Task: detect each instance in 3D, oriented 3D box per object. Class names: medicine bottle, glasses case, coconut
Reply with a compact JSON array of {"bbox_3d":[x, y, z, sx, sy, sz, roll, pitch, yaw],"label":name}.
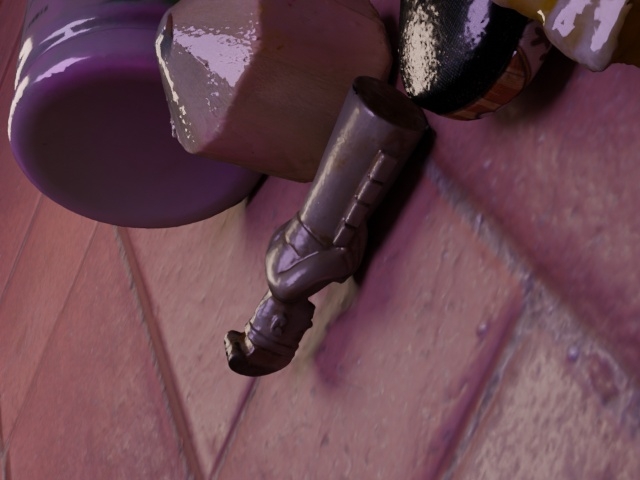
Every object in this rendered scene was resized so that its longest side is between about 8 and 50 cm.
[{"bbox_3d":[-0.137,-0.194,1.478,0.212,0.212,0.325,-51,28,46],"label":"medicine bottle"},{"bbox_3d":[0.110,-0.224,1.023,0.122,0.082,0.321,-17,58,63],"label":"glasses case"},{"bbox_3d":[-0.041,-0.120,1.237,0.147,0.152,0.147,-164,90,-71],"label":"coconut"}]

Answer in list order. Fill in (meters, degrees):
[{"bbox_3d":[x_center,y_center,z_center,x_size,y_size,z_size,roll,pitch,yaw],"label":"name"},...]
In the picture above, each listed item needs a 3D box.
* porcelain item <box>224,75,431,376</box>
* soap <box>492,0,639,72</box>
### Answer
[{"bbox_3d":[0.000,0.000,1.165,0.213,0.054,0.084,-63,19,22],"label":"porcelain item"},{"bbox_3d":[0.162,-0.249,0.810,0.199,0.091,0.315,44,118,43],"label":"soap"}]
